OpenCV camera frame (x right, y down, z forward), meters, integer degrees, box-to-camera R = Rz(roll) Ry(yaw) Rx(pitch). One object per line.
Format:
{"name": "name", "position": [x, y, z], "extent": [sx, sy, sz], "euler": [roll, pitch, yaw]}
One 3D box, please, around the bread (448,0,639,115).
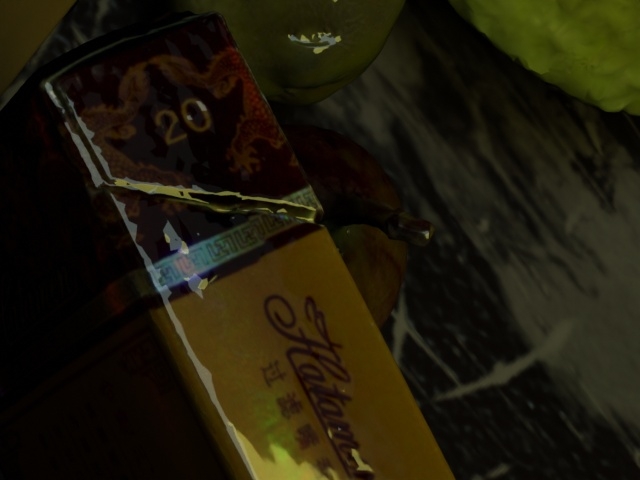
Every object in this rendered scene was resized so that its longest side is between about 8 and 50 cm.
{"name": "bread", "position": [0.240, -0.279, 1.274], "extent": [0.348, 0.308, 0.348], "euler": [27, 41, -26]}

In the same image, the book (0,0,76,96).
{"name": "book", "position": [-0.201, -0.185, 1.009], "extent": [0.032, 0.269, 0.389], "euler": [24, 65, 31]}

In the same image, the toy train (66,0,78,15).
{"name": "toy train", "position": [-0.227, -0.136, 1.121], "extent": [0.111, 0.071, 0.170], "euler": [51, 58, -14]}

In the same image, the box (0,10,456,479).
{"name": "box", "position": [-0.058, 0.117, 1.003], "extent": [0.116, 0.264, 0.415], "euler": [-24, 84, -32]}

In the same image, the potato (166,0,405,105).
{"name": "potato", "position": [-0.023, -0.186, 1.205], "extent": [0.137, 0.155, 0.200], "euler": [8, 70, -49]}

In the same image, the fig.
{"name": "fig", "position": [-0.023, 0.001, 1.129], "extent": [0.149, 0.202, 0.148], "euler": [-37, 76, 1]}
